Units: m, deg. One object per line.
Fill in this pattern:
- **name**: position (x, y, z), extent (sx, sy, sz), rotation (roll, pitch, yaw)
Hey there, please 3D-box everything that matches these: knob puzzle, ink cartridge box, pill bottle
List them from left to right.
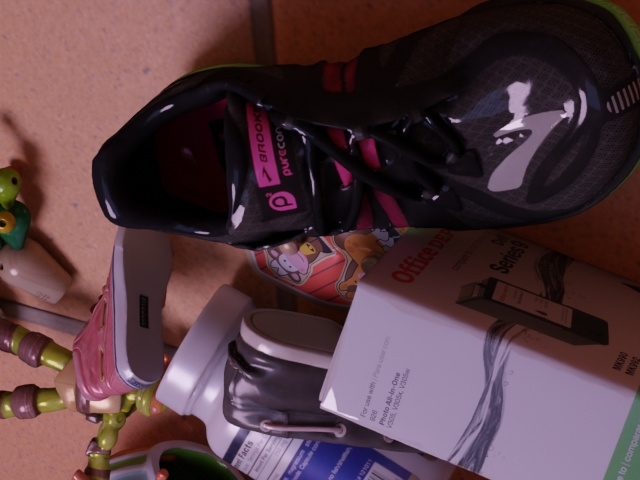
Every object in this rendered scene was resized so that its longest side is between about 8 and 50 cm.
- **pill bottle**: position (-0.009, 0.160, 1.537), extent (0.265, 0.153, 0.153), rotation (32, 137, 2)
- **knob puzzle**: position (0.000, 0.000, 1.479), extent (0.213, 0.030, 0.213), rotation (17, 135, 17)
- **ink cartridge box**: position (0.172, 0.098, 1.313), extent (0.289, 0.211, 0.121), rotation (21, 113, 12)

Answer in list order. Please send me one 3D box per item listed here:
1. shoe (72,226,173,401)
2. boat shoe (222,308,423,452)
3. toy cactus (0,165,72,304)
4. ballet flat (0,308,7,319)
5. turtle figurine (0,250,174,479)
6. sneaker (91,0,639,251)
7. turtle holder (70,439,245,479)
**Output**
- **shoe**: position (-0.186, 0.059, 1.545), extent (0.081, 0.178, 0.063), rotation (-22, 147, 37)
- **boat shoe**: position (0.078, 0.141, 1.440), extent (0.335, 0.112, 0.095), rotation (14, 111, -11)
- **toy cactus**: position (-0.325, 0.003, 1.639), extent (0.180, 0.112, 0.219), rotation (37, 129, -17)
- **ballet flat**: position (-0.514, 0.116, 1.792), extent (0.409, 0.147, 0.147), rotation (0, 127, 30)
- **turtle figurine**: position (-0.229, 0.125, 1.637), extent (0.217, 0.087, 0.269), rotation (10, 100, 13)
- **sneaker**: position (0.029, -0.064, 1.263), extent (0.483, 0.202, 0.185), rotation (-11, 103, 36)
- **turtle holder**: position (-0.163, 0.349, 1.694), extent (0.243, 0.320, 0.227), rotation (23, 117, -22)
